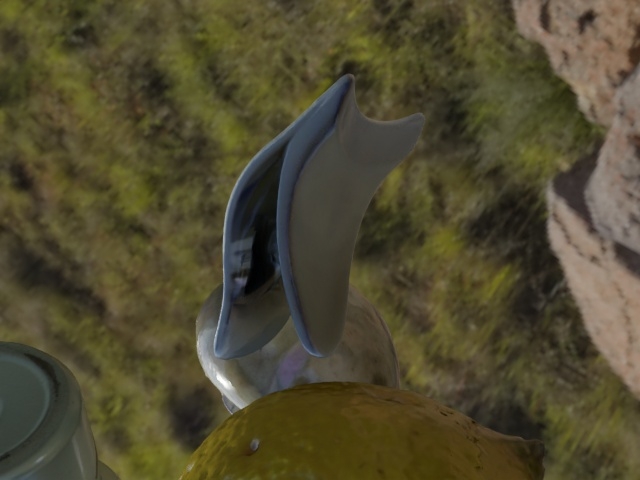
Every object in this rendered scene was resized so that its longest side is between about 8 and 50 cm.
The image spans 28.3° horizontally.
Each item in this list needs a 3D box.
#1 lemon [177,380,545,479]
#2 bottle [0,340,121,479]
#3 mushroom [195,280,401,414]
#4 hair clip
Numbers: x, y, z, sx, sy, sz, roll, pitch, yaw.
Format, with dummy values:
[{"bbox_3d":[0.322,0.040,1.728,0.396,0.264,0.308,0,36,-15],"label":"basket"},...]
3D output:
[{"bbox_3d":[0.011,0.200,0.767,0.253,0.228,0.228,-5,130,25],"label":"lemon"},{"bbox_3d":[-0.300,0.290,1.268,0.229,0.229,0.352,17,133,30],"label":"bottle"},{"bbox_3d":[-0.019,0.136,1.399,0.255,0.255,0.184,40,104,-3],"label":"mushroom"},{"bbox_3d":[-0.014,-0.010,1.196,0.113,0.282,0.172,15,180,29],"label":"hair clip"}]
